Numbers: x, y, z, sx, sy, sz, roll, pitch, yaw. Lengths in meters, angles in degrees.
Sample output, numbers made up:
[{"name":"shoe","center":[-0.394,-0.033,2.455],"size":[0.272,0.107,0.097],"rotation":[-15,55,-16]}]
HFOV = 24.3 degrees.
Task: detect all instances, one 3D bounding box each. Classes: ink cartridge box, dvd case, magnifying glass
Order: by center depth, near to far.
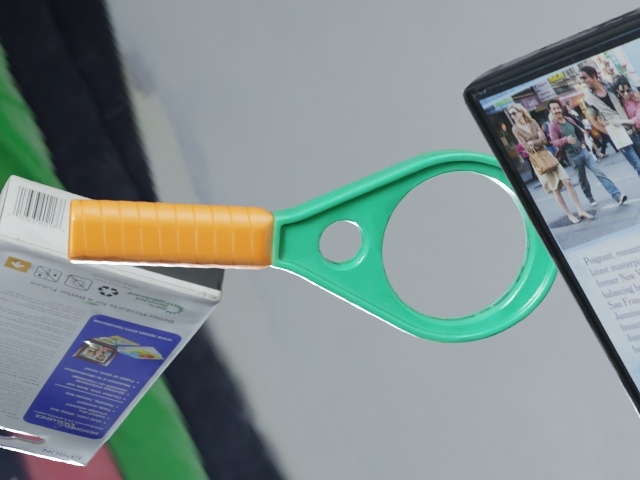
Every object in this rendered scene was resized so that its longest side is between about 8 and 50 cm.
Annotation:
[{"name":"dvd case","center":[0.177,0.025,0.536],"size":[0.022,0.180,0.253],"rotation":[-40,-76,-40]},{"name":"magnifying glass","center":[0.000,0.000,0.690],"size":[0.026,0.231,0.092],"rotation":[-134,47,-73]},{"name":"ink cartridge box","center":[-0.223,0.083,1.240],"size":[0.176,0.371,0.069],"rotation":[17,-126,-18]}]
